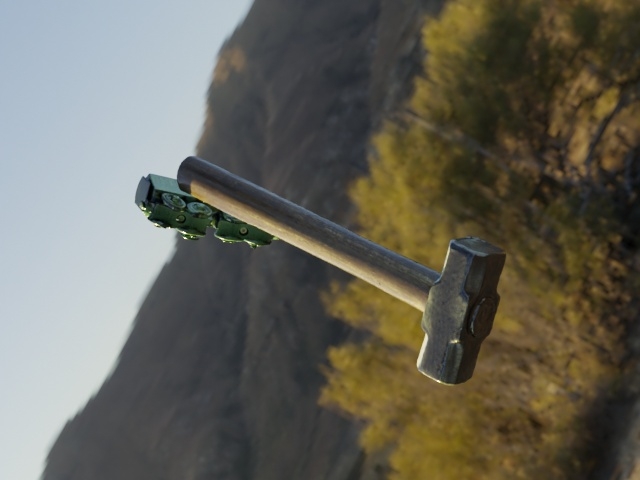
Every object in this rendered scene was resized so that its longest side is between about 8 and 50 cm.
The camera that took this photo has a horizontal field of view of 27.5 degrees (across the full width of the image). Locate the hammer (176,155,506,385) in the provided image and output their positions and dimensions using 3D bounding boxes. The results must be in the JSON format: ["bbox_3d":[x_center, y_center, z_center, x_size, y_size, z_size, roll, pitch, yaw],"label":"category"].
[{"bbox_3d":[0.000,0.000,1.116,0.043,0.365,0.111,-6,-65,-45],"label":"hammer"}]

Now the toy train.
[{"bbox_3d":[-0.110,-0.027,1.274,0.038,0.148,0.071,-68,28,19],"label":"toy train"}]
